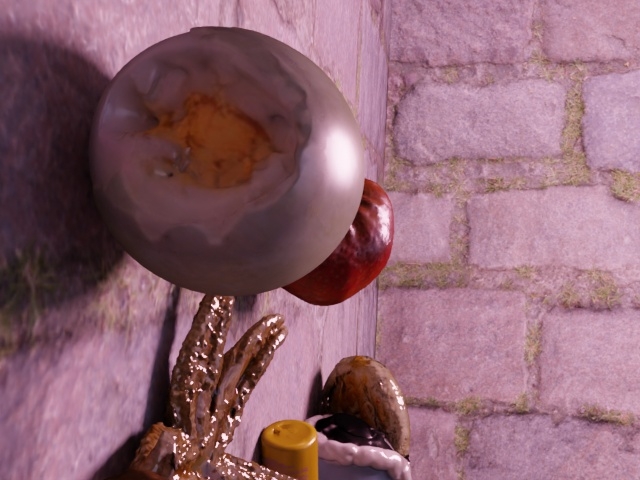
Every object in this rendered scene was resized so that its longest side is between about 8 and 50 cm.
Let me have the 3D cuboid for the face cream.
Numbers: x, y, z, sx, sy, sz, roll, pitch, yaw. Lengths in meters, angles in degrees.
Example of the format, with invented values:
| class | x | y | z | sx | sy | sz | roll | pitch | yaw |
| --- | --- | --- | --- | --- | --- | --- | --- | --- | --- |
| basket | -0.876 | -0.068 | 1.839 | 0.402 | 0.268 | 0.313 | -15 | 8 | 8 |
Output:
| class | x | y | z | sx | sy | sz | roll | pitch | yaw |
| --- | --- | --- | --- | --- | --- | --- | --- | --- | --- |
| face cream | -0.041 | 0.390 | 0.994 | 0.078 | 0.078 | 0.273 | -57 | 147 | -71 |

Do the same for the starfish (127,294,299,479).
| class | x | y | z | sx | sy | sz | roll | pitch | yaw |
| --- | --- | --- | --- | --- | --- | --- | --- | --- | --- |
| starfish | -0.090 | 0.190 | 0.611 | 0.327 | 0.094 | 0.375 | 15 | 68 | -72 |

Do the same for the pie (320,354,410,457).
| class | x | y | z | sx | sy | sz | roll | pitch | yaw |
| --- | --- | --- | --- | --- | --- | --- | --- | --- | --- |
| pie | 0.081 | 0.341 | 1.340 | 0.274 | 0.055 | 0.274 | 17 | -70 | 58 |

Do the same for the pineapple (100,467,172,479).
| class | x | y | z | sx | sy | sz | roll | pitch | yaw |
| --- | --- | --- | --- | --- | --- | --- | --- | --- | --- |
| pineapple | -0.066 | 0.301 | 0.375 | 0.165 | 0.165 | 0.364 | -61 | 132 | -68 |

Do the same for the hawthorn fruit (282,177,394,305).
| class | x | y | z | sx | sy | sz | roll | pitch | yaw |
| --- | --- | --- | --- | --- | --- | --- | --- | --- | --- |
| hawthorn fruit | 0.000 | 0.000 | 0.900 | 0.200 | 0.179 | 0.179 | 108 | -7 | -58 |

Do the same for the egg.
| class | x | y | z | sx | sy | sz | roll | pitch | yaw |
| --- | --- | --- | --- | --- | --- | --- | --- | --- | --- |
| egg | -0.060 | -0.049 | 0.505 | 0.217 | 0.183 | 0.183 | 77 | 17 | -80 |

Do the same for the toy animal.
| class | x | y | z | sx | sy | sz | roll | pitch | yaw |
| --- | --- | --- | --- | --- | --- | --- | --- | --- | --- |
| toy animal | 0.041 | 0.406 | 1.215 | 0.208 | 0.156 | 0.204 | 18 | -74 | 61 |
